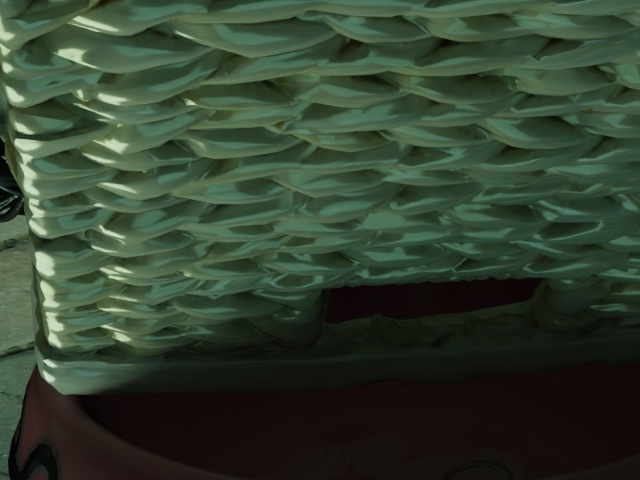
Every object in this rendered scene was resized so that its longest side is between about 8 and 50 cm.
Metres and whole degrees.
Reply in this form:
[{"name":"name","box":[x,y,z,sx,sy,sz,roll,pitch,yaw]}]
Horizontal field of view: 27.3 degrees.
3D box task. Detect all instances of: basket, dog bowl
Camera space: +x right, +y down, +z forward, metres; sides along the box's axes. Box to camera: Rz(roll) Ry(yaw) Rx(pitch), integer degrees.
[{"name":"basket","box":[0.036,-0.142,0.530,0.328,0.331,0.266,-3,150,-6]},{"name":"dog bowl","box":[0.036,0.115,0.643,0.408,0.150,0.408,-1,-163,0]}]

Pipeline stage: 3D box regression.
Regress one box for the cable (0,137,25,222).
[{"name":"cable","box":[-0.289,-0.042,0.998,0.151,0.047,0.184,-23,151,33]}]

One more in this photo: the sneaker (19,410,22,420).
[{"name":"sneaker","box":[-0.196,0.198,1.477,0.282,0.099,0.153,2,156,-9]}]
